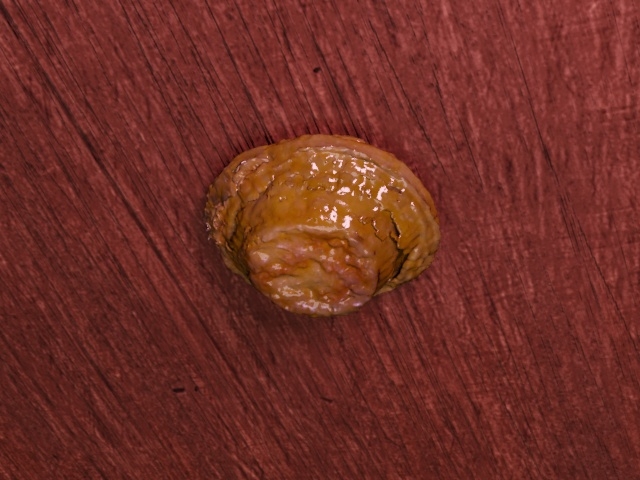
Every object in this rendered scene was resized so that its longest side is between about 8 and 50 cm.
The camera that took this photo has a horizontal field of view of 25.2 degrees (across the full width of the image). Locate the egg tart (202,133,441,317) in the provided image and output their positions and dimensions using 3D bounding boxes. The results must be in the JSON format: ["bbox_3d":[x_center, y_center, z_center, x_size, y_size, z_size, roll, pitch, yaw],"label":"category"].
[{"bbox_3d":[0.000,0.000,1.724,0.294,0.123,0.294,4,136,4],"label":"egg tart"}]
